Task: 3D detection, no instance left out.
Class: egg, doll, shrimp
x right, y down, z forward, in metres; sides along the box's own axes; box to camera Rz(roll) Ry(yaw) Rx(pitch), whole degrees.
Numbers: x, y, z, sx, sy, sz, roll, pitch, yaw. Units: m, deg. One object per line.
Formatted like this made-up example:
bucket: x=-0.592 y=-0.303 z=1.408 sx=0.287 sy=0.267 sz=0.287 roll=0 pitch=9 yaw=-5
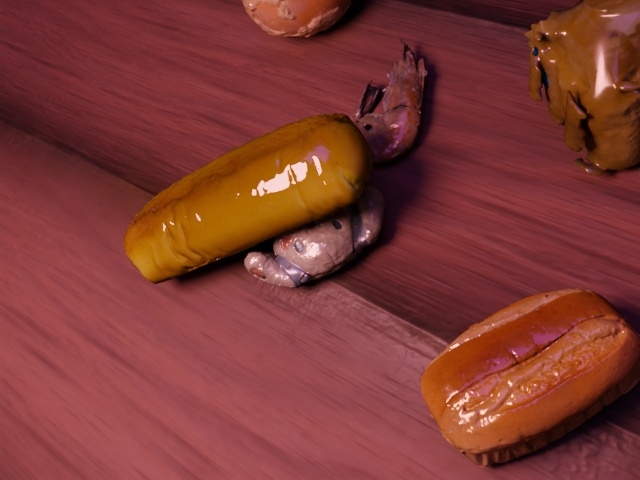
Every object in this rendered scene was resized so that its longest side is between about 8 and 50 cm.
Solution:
egg: x=-0.033 y=-0.448 z=1.166 sx=0.203 sy=0.203 sz=0.245 roll=17 pitch=57 yaw=29
doll: x=0.000 y=0.000 z=0.955 sx=0.214 sy=0.071 sz=0.103 roll=-28 pitch=60 yaw=-4
shrimp: x=0.099 y=-0.211 z=1.065 sx=0.126 sy=0.047 sz=0.223 roll=-4 pitch=60 yaw=30

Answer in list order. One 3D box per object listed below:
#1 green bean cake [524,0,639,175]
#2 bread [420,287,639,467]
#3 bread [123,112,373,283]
green bean cake: x=0.403 y=-0.275 z=0.890 sx=0.310 sy=0.202 sz=0.285 roll=-28 pitch=52 yaw=3
bread: x=0.228 y=0.141 z=0.759 sx=0.236 sy=0.106 sz=0.140 roll=-30 pitch=52 yaw=0
bread: x=-0.109 y=-0.065 z=0.957 sx=0.383 sy=0.112 sz=0.166 roll=-21 pitch=33 yaw=23
